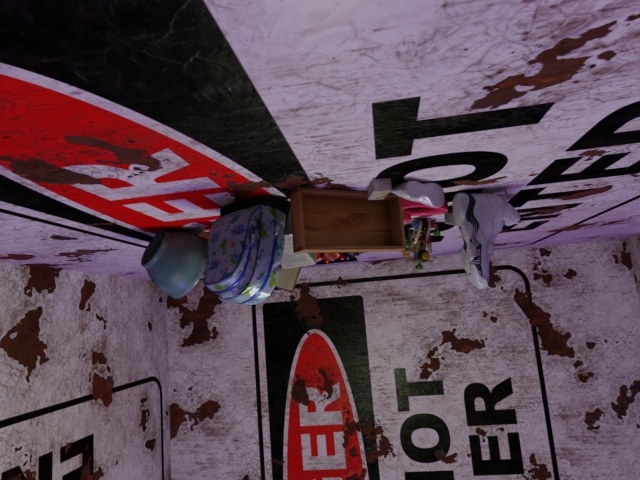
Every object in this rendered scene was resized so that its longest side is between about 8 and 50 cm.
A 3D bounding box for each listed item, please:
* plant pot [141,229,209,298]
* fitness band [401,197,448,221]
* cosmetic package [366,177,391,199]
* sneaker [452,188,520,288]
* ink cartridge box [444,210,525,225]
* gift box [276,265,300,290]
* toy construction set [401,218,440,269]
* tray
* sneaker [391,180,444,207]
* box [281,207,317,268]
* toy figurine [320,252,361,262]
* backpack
[{"bbox_3d":[-0.631,0.075,1.911,0.292,0.293,0.196,-14,140,45],"label":"plant pot"},{"bbox_3d":[0.376,-0.127,1.777,0.290,0.055,0.208,2,166,-42],"label":"fitness band"},{"bbox_3d":[0.189,-0.166,1.455,0.060,0.041,0.115,-4,171,-4],"label":"cosmetic package"},{"bbox_3d":[0.628,-0.014,1.663,0.210,0.367,0.137,-12,180,1],"label":"sneaker"},{"bbox_3d":[0.672,-0.098,1.869,0.238,0.060,0.275,-6,-175,-1],"label":"ink cartridge box"},{"bbox_3d":[-0.184,0.109,2.233,0.276,0.259,0.255,17,170,-3],"label":"gift box"},{"bbox_3d":[0.480,0.034,2.218,0.308,0.238,0.257,4,167,-45],"label":"toy construction set"},{"bbox_3d":[0.100,-0.063,1.533,0.410,0.203,0.076,0,171,-29],"label":"tray"},{"bbox_3d":[0.329,-0.160,1.513,0.212,0.080,0.094,11,175,-37],"label":"sneaker"},{"bbox_3d":[-0.122,-0.005,1.760,0.148,0.127,0.232,-9,144,21],"label":"box"},{"bbox_3d":[0.086,-0.028,1.751,0.209,0.213,0.148,0,154,-43],"label":"toy figurine"},{"bbox_3d":[-0.255,0.040,1.523,0.289,0.356,0.273,-10,168,35],"label":"backpack"}]
